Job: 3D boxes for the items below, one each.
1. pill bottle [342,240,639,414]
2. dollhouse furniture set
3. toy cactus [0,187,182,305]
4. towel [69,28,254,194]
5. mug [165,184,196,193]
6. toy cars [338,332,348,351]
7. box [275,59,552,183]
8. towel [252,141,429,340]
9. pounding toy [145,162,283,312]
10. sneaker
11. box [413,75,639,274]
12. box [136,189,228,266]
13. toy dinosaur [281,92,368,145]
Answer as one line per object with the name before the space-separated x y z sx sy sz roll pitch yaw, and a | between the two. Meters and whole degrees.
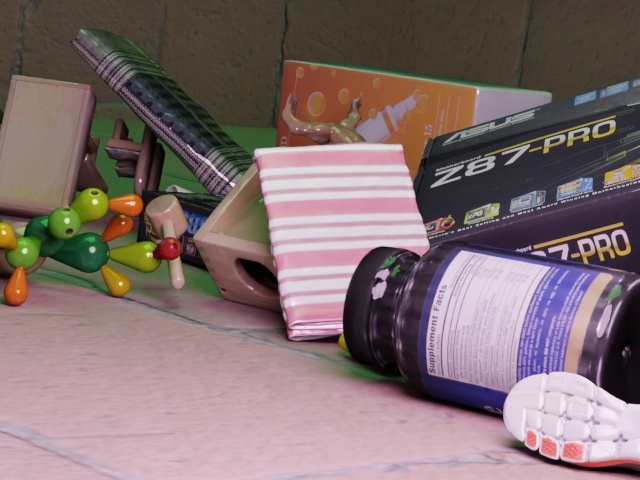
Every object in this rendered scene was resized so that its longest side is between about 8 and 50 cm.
pill bottle | 0.132 0.066 1.362 0.219 0.123 0.123 11 8 31
dollhouse furniture set | -0.322 -0.080 2.256 0.212 0.161 0.242 8 -15 6
toy cactus | -0.252 0.010 1.651 0.219 0.112 0.180 0 -9 -30
towel | -0.172 -0.138 2.280 0.312 0.056 0.324 44 6 1
mug | -0.149 -0.021 2.138 0.064 0.078 0.062 13 -30 -27
toy cars | 0.216 0.076 1.510 0.393 0.087 0.176 8 7 9
box | 0.117 -0.119 2.488 0.345 0.215 0.168 12 9 42
towel | 0.022 -0.002 1.620 0.144 0.197 0.029 -1 -32 -18
pounding toy | -0.068 0.010 1.722 0.206 0.094 0.181 12 51 36
sneaker | 0.199 0.134 1.232 0.158 0.061 0.065 12 -19 29
box | 0.281 -0.059 1.755 0.395 0.097 0.318 -15 18 17
box | 0.000 0.000 1.990 0.293 0.073 0.295 2 8 -38
toy dinosaur | 0.052 -0.081 2.237 0.200 0.127 0.295 34 15 27
